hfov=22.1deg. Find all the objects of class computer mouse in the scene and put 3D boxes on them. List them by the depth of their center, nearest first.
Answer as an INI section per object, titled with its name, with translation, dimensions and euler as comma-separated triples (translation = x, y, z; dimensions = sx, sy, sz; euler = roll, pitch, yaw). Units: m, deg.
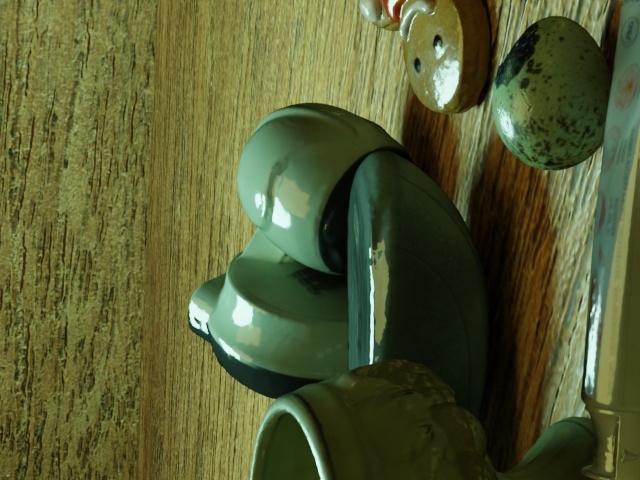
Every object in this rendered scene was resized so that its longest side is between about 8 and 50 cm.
[computer mouse]
translation = 0.082, 0.108, 1.412
dimensions = 0.188, 0.122, 0.370
euler = -103, 16, -77

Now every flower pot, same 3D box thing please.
[flower pot]
translation = 0.093, 0.235, 1.176
dimensions = 0.307, 0.244, 0.307
euler = 177, 90, -74

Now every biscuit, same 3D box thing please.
[biscuit]
translation = 0.082, -0.264, 1.438
dimensions = 0.205, 0.049, 0.324
euler = 146, 114, -62

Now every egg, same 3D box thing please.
[egg]
translation = 0.162, -0.103, 1.140
dimensions = 0.085, 0.085, 0.110
euler = 153, 119, -74

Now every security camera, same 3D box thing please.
[security camera]
translation = 0.000, 0.000, 1.594
dimensions = 0.191, 0.197, 0.277
euler = 31, 124, 39

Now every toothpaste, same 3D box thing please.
[toothpaste]
translation = 0.205, -0.008, 1.053
dimensions = 0.100, 0.066, 0.323
euler = -162, 73, -80
